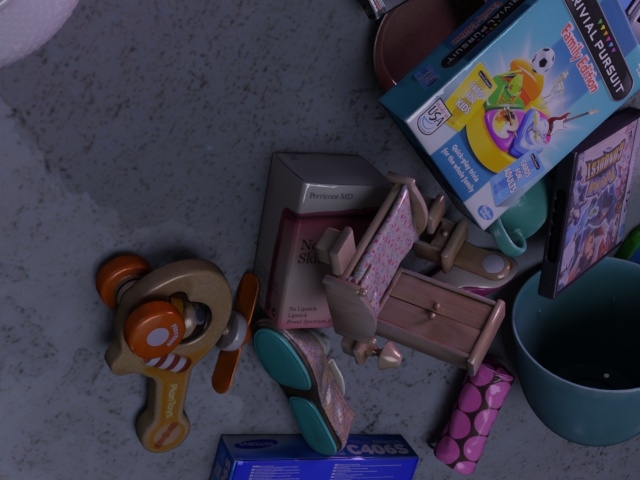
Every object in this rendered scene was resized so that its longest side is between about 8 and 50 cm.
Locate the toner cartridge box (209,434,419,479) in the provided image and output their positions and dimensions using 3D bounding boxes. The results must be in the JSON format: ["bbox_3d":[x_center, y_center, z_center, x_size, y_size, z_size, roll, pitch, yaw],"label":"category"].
[{"bbox_3d":[-0.015,0.417,1.721,0.348,0.075,0.165,6,111,-27],"label":"toner cartridge box"}]

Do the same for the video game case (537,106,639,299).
[{"bbox_3d":[0.441,-0.065,1.635,0.275,0.035,0.248,-28,129,-47],"label":"video game case"}]

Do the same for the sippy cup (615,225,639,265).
[{"bbox_3d":[0.671,0.092,1.784,0.240,0.224,0.305,-27,123,-10],"label":"sippy cup"}]

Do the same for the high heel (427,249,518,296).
[{"bbox_3d":[0.216,0.090,1.679,0.244,0.082,0.117,-21,153,-29],"label":"high heel"}]

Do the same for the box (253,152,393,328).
[{"bbox_3d":[0.000,0.000,1.487,0.149,0.127,0.232,0,115,-24],"label":"box"}]

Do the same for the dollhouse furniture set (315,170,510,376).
[{"bbox_3d":[0.160,0.020,1.402,0.303,0.174,0.355,-59,156,-26],"label":"dollhouse furniture set"}]

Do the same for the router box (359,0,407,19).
[{"bbox_3d":[0.082,-0.374,1.370,0.092,0.038,0.122,-31,104,-8],"label":"router box"}]

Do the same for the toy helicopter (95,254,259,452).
[{"bbox_3d":[-0.206,0.175,1.505,0.235,0.140,0.355,-10,130,-30],"label":"toy helicopter"}]

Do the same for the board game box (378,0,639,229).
[{"bbox_3d":[0.279,-0.212,1.405,0.336,0.079,0.254,-42,131,1],"label":"board game box"}]

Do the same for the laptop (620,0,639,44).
[{"bbox_3d":[0.610,-0.444,1.469,0.408,0.236,0.382,34,99,-1],"label":"laptop"}]

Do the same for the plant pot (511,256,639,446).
[{"bbox_3d":[0.470,0.212,1.725,0.293,0.293,0.235,-21,135,-14],"label":"plant pot"}]

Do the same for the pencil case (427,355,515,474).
[{"bbox_3d":[0.270,0.303,1.788,0.095,0.098,0.209,26,107,13],"label":"pencil case"}]

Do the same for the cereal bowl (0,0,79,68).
[{"bbox_3d":[-0.413,-0.339,1.122,0.339,0.141,0.339,-10,117,-20],"label":"cereal bowl"}]

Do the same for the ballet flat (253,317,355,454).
[{"bbox_3d":[-0.020,0.208,1.607,0.106,0.108,0.316,-53,140,-34],"label":"ballet flat"}]

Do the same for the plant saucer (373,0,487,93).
[{"bbox_3d":[0.160,-0.285,1.473,0.199,0.036,0.198,-10,118,-20],"label":"plant saucer"}]

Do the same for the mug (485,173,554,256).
[{"bbox_3d":[0.288,-0.067,1.568,0.097,0.157,0.129,29,106,-30],"label":"mug"}]
